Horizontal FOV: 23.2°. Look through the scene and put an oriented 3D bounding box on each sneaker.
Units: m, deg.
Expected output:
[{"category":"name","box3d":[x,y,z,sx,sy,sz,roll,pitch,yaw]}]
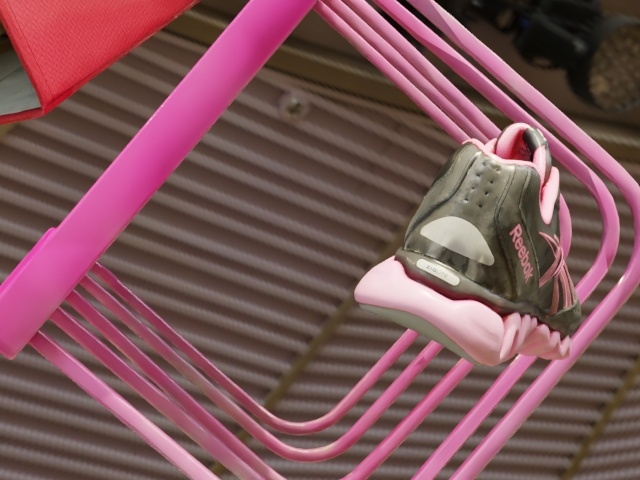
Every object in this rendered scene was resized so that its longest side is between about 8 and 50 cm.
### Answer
[{"category":"sneaker","box3d":[0.048,-0.001,0.401,0.119,0.047,0.057,2,-72,-75]}]

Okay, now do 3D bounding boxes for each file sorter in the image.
[{"category":"file sorter","box3d":[0.000,0.000,0.692,0.182,0.291,0.202,41,-89,-6]}]

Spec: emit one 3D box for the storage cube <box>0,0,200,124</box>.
[{"category":"storage cube","box3d":[-0.185,-0.177,0.829,0.193,0.183,0.215,-46,-60,-44]}]
